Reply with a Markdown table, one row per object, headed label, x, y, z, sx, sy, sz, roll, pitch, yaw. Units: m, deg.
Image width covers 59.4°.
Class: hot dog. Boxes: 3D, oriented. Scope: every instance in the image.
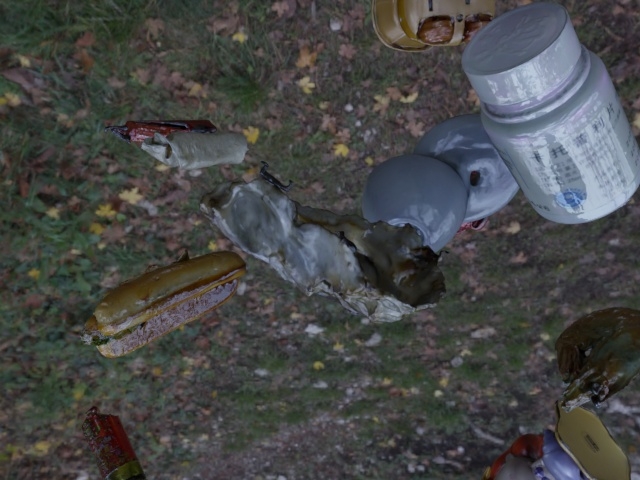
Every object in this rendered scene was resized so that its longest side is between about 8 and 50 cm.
| label | x | y | z | sx | sy | sz | roll | pitch | yaw |
| --- | --- | --- | --- | --- | --- | --- | --- | --- | --- |
| hot dog | -0.203 | 0.072 | 0.742 | 0.250 | 0.076 | 0.104 | -25 | 149 | -44 |

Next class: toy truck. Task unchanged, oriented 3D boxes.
| label | x | y | z | sx | sy | sz | roll | pitch | yaw |
| --- | --- | --- | --- | --- | --- | --- | --- | --- | --- |
| toy truck | 0.298 | -0.597 | 1.432 | 0.287 | 0.205 | 0.211 | -12 | -168 | -22 |

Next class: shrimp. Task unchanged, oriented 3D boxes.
| label | x | y | z | sx | sy | sz | roll | pitch | yaw |
| --- | --- | --- | --- | --- | --- | --- | --- | --- | --- |
| shrimp | 0.342 | 0.145 | 0.699 | 0.115 | 0.051 | 0.217 | -15 | -165 | 49 |

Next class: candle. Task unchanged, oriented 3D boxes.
| label | x | y | z | sx | sy | sz | roll | pitch | yaw |
| --- | --- | --- | --- | --- | --- | --- | --- | --- | --- |
| candle | -0.397 | -0.276 | 1.422 | 0.301 | 0.085 | 0.059 | -4 | -174 | -42 |
| candle | -0.279 | 0.277 | 0.749 | 0.051 | 0.131 | 0.052 | -29 | 153 | -17 |

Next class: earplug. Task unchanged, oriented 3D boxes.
| label | x | y | z | sx | sy | sz | roll | pitch | yaw |
| --- | --- | --- | --- | --- | --- | --- | --- | --- | --- |
| earplug | 0.219 | -0.088 | 0.985 | 0.325 | 0.175 | 0.214 | -30 | 125 | -17 |

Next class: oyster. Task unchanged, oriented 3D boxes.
| label | x | y | z | sx | sy | sz | roll | pitch | yaw |
| --- | --- | --- | --- | --- | --- | --- | --- | --- | --- |
| oyster | -0.002 | 0.003 | 0.717 | 0.336 | 0.133 | 0.198 | 26 | -169 | 6 |

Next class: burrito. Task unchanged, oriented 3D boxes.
| label | x | y | z | sx | sy | sz | roll | pitch | yaw |
| --- | --- | --- | --- | --- | --- | --- | --- | --- | --- |
| burrito | -0.202 | -0.154 | 0.946 | 0.086 | 0.061 | 0.226 | 15 | -164 | 26 |

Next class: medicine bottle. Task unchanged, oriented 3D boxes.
| label | x | y | z | sx | sy | sz | roll | pitch | yaw |
| --- | --- | --- | --- | --- | --- | --- | --- | --- | --- |
| medicine bottle | 0.322 | -0.169 | 0.777 | 0.170 | 0.170 | 0.293 | -19 | 131 | 32 |

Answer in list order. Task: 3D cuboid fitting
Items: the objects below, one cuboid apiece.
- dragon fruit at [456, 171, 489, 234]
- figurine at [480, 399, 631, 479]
| label | x | y | z | sx | sy | sz | roll | pitch | yaw |
| --- | --- | --- | --- | --- | --- | --- | --- | --- | --- |
| dragon fruit | 0.416 | -0.102 | 1.714 | 0.233 | 0.293 | 0.234 | 24 | -176 | -2 |
| figurine | 0.430 | 0.439 | 1.055 | 0.180 | 0.208 | 0.257 | 34 | 127 | -1 |
